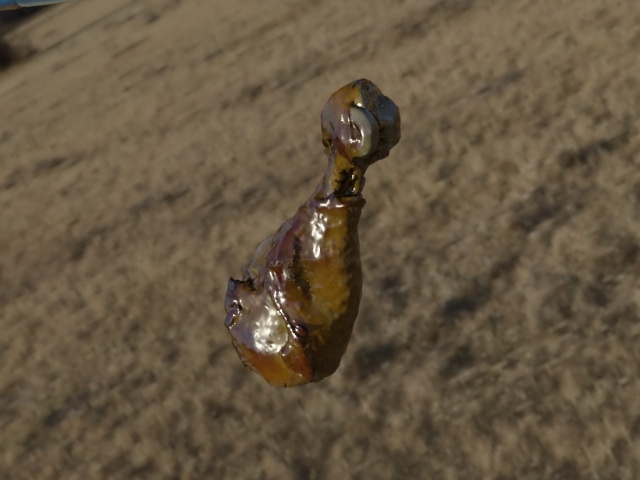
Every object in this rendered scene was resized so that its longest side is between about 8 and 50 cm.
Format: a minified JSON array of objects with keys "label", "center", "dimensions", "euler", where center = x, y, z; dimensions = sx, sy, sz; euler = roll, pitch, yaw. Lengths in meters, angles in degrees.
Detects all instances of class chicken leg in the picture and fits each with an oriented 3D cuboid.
[{"label":"chicken leg","center":[0.002,-0.001,0.982],"dimensions":[0.087,0.251,0.107],"euler":[-14,45,-44]}]

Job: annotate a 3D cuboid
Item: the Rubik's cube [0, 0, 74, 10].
[{"label":"Rubik's cube","center":[-0.258,-0.418,1.280],"dimensions":[0.346,0.347,0.344],"euler":[1,20,34]}]
